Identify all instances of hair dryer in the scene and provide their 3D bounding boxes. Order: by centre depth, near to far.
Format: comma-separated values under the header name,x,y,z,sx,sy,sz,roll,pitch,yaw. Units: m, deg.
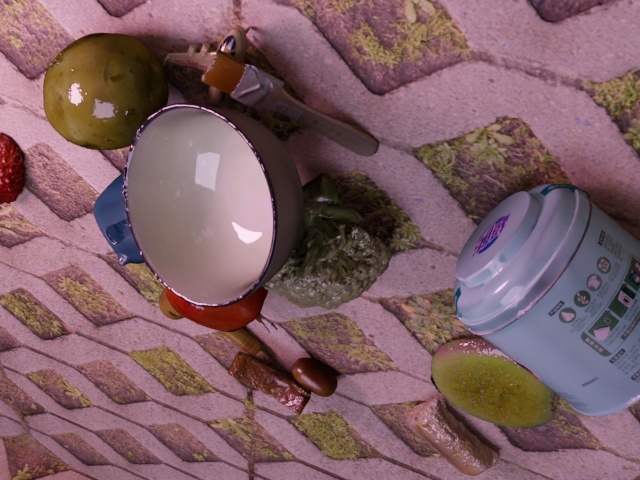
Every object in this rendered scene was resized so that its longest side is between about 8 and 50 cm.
name,x,y,z,sx,sy,sz,roll,pitch,yaw
hair dryer,-0.266,0.200,1.987,0.278,0.090,0.135,41,139,-23

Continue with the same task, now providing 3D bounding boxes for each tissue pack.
name,x,y,z,sx,sy,sz,roll,pitch,yaw
tissue pack,-0.329,-0.067,1.631,0.287,0.206,0.198,-16,114,40

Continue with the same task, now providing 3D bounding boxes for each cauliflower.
name,x,y,z,sx,sy,sz,roll,pitch,yaw
cauliflower,0.000,0.000,1.511,0.275,0.272,0.250,-4,100,16

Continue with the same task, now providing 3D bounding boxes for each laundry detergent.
name,x,y,z,sx,sy,sz,roll,pitch,yaw
laundry detergent,0.391,0.081,1.287,0.305,0.287,0.287,37,140,-9

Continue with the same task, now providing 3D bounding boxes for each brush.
name,x,y,z,sx,sy,sz,roll,pitch,yaw
brush,-0.041,-0.223,1.365,0.336,0.020,0.085,23,136,-21

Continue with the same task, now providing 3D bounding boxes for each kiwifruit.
name,x,y,z,sx,sy,sz,roll,pitch,yaw
kiwifruit,-0.013,0.338,1.974,0.124,0.075,0.075,38,140,-2

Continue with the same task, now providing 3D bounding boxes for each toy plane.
name,x,y,z,sx,sy,sz,roll,pitch,yaw
toy plane,-0.167,-0.289,1.393,0.229,0.092,0.244,32,140,1

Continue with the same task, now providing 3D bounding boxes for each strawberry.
name,x,y,z,sx,sy,sz,roll,pitch,yaw
strawberry,-0.808,-0.163,1.905,0.190,0.111,0.236,44,138,-12

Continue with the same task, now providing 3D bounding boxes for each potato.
name,x,y,z,sx,sy,sz,roll,pitch,yaw
potato,-0.400,-0.270,1.466,0.216,0.216,0.304,48,156,-21

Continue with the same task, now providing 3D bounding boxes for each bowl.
name,x,y,z,sx,sy,sz,roll,pitch,yaw
bowl,-0.161,-0.074,1.400,0.353,0.185,0.354,10,108,33

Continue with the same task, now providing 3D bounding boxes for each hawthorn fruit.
name,x,y,z,sx,sy,sz,roll,pitch,yaw
hawthorn fruit,-0.205,0.111,1.763,0.299,0.211,0.211,38,141,-24

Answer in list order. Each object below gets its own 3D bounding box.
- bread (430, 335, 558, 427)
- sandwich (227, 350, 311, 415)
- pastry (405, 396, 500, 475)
name,x,y,z,sx,sy,sz,roll,pitch,yaw
bread,0.374,0.316,1.740,0.301,0.045,0.301,18,139,16
sandwich,-0.130,0.356,2.014,0.214,0.065,0.186,30,172,-3
pastry,0.319,0.481,1.919,0.258,0.089,0.121,46,151,-14
